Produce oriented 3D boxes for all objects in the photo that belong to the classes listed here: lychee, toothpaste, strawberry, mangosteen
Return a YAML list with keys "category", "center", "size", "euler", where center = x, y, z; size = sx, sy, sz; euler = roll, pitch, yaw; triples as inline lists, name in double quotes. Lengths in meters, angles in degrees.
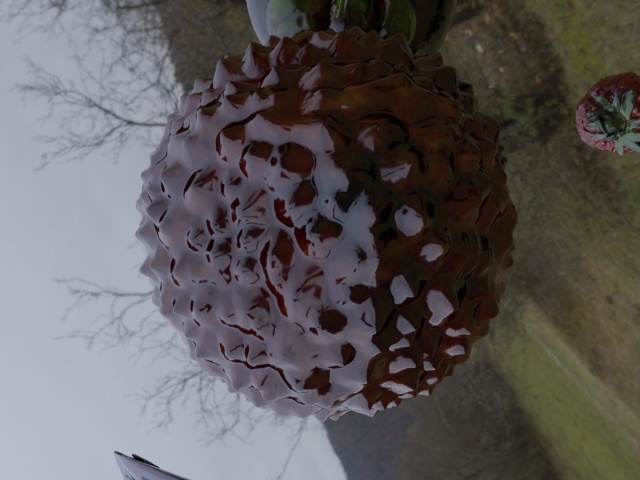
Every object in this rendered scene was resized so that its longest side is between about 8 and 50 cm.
- category: "lychee"
  center: [0.000, 0.000, 0.741]
  size: [0.424, 0.425, 0.500]
  euler: [59, 148, 30]
- category: "toothpaste"
  center: [-0.098, 0.182, 0.453]
  size: [0.170, 0.028, 0.045]
  euler: [-5, 110, 45]
- category: "strawberry"
  center: [0.461, -0.196, 0.988]
  size: [0.131, 0.131, 0.148]
  euler: [61, -154, 0]
- category: "mangosteen"
  center: [0.036, -0.350, 0.898]
  size: [0.306, 0.306, 0.359]
  euler: [61, -160, -5]
